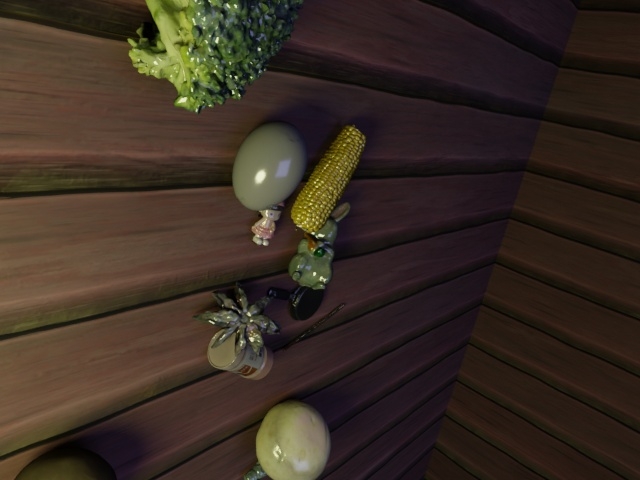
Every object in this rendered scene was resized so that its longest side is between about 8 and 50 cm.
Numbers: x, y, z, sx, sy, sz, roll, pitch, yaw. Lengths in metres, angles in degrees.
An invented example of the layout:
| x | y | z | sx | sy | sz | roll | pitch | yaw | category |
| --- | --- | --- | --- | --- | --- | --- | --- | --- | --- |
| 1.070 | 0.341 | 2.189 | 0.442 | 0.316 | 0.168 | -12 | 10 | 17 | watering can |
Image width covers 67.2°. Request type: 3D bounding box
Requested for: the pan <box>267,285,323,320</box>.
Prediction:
| x | y | z | sx | sy | sz | roll | pitch | yaw | category |
| --- | --- | --- | --- | --- | --- | --- | --- | --- | --- |
| -0.064 | 0.163 | 1.350 | 0.235 | 0.028 | 0.136 | 19 | 95 | -53 | pan |

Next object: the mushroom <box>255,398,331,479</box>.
| x | y | z | sx | sy | sz | roll | pitch | yaw | category |
| --- | --- | --- | --- | --- | --- | --- | --- | --- | --- |
| -0.089 | 0.607 | 1.451 | 0.246 | 0.202 | 0.246 | 20 | 56 | -34 | mushroom |

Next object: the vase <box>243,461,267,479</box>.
| x | y | z | sx | sy | sz | roll | pitch | yaw | category |
| --- | --- | --- | --- | --- | --- | --- | --- | --- | --- |
| -0.155 | 0.704 | 1.532 | 0.211 | 0.059 | 0.060 | -22 | 127 | -42 | vase |

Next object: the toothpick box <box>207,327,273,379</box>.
| x | y | z | sx | sy | sz | roll | pitch | yaw | category |
| --- | --- | --- | --- | --- | --- | --- | --- | --- | --- |
| -0.197 | 0.286 | 1.202 | 0.099 | 0.098 | 0.149 | -58 | 142 | -8 | toothpick box |

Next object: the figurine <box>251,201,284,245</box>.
| x | y | z | sx | sy | sz | roll | pitch | yaw | category |
| --- | --- | --- | --- | --- | --- | --- | --- | --- | --- |
| -0.131 | -0.053 | 1.129 | 0.072 | 0.054 | 0.129 | 9 | 111 | -37 | figurine |

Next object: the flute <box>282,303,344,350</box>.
| x | y | z | sx | sy | sz | roll | pitch | yaw | category |
| --- | --- | --- | --- | --- | --- | --- | --- | --- | --- |
| -0.016 | 0.264 | 1.482 | 0.269 | 0.014 | 0.014 | -30 | 132 | -37 | flute |

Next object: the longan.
| x | y | z | sx | sy | sz | roll | pitch | yaw | category |
| --- | --- | --- | --- | --- | --- | --- | --- | --- | --- |
| -0.484 | 0.488 | 0.900 | 0.198 | 0.198 | 0.213 | -33 | 128 | -35 | longan |

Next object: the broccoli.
| x | y | z | sx | sy | sz | roll | pitch | yaw | category |
| --- | --- | --- | --- | --- | --- | --- | --- | --- | --- |
| -0.187 | -0.363 | 0.716 | 0.293 | 0.281 | 0.348 | -48 | -178 | 11 | broccoli |

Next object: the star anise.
| x | y | z | sx | sy | sz | roll | pitch | yaw | category |
| --- | --- | --- | --- | --- | --- | --- | --- | --- | --- |
| -0.182 | 0.179 | 1.123 | 0.061 | 0.204 | 0.181 | -42 | -159 | 53 | star anise |

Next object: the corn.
| x | y | z | sx | sy | sz | roll | pitch | yaw | category |
| --- | --- | --- | --- | --- | --- | --- | --- | --- | --- |
| 0.019 | -0.147 | 1.217 | 0.311 | 0.101 | 0.101 | -60 | 144 | -13 | corn |

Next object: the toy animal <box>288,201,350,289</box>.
| x | y | z | sx | sy | sz | roll | pitch | yaw | category |
| --- | --- | --- | --- | --- | --- | --- | --- | --- | --- |
| -0.003 | -0.001 | 1.281 | 0.125 | 0.127 | 0.252 | 36 | 67 | -42 | toy animal |

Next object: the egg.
| x | y | z | sx | sy | sz | roll | pitch | yaw | category |
| --- | --- | --- | --- | --- | --- | --- | --- | --- | --- |
| -0.107 | -0.156 | 1.011 | 0.199 | 0.146 | 0.146 | -57 | 144 | 1 | egg |
